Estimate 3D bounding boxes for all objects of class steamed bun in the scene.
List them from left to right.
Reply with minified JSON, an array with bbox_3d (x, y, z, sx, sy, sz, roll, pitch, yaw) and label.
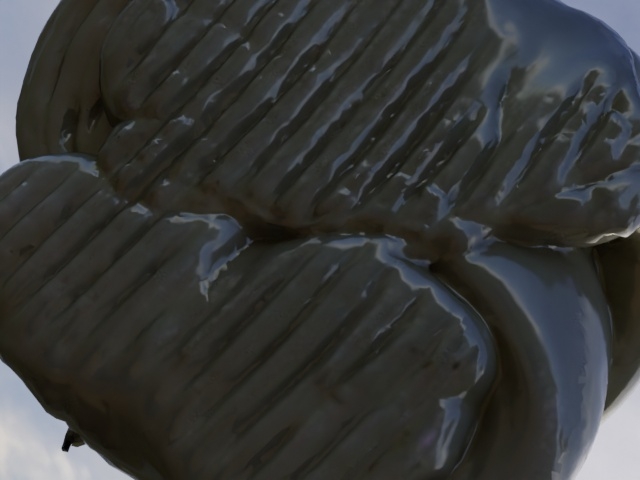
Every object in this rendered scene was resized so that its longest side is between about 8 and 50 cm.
[{"bbox_3d":[0.000,0.000,0.634,0.367,0.342,0.255,38,-8,13],"label":"steamed bun"}]
